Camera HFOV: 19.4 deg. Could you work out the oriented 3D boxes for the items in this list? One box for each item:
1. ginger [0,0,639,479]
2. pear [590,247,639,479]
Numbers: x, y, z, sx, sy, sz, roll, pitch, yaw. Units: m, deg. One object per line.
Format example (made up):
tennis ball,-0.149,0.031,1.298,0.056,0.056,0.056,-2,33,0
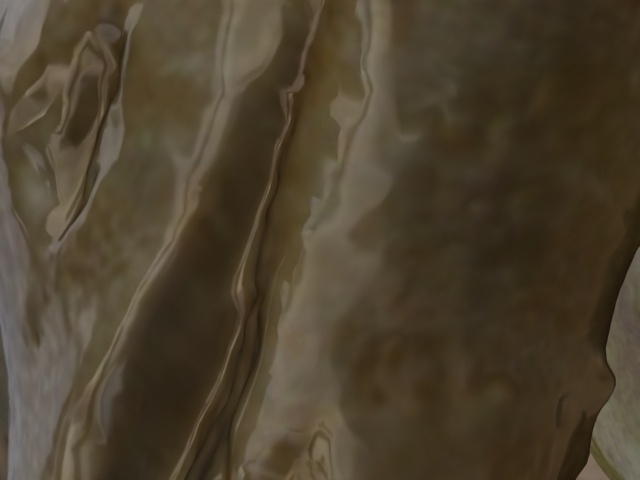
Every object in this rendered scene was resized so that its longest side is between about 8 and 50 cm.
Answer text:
ginger,0.000,0.000,0.390,0.126,0.190,0.354,11,-94,-73
pear,0.175,0.022,0.572,0.228,0.188,0.211,-30,64,40
